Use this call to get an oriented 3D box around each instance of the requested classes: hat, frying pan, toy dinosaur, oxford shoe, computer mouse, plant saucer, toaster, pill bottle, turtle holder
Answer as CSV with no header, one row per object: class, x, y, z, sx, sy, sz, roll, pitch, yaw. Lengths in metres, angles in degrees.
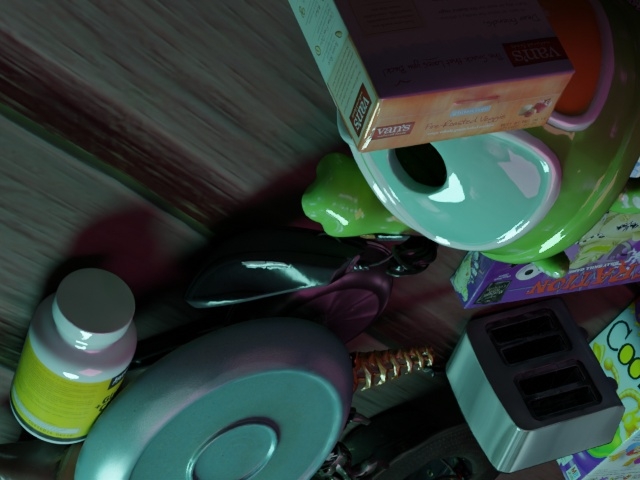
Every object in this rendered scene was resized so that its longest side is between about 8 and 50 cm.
hat,0.083,0.310,2.145,0.331,0.134,0.331,-31,147,-23
frying pan,-0.061,0.078,1.756,0.326,0.053,0.197,-9,147,-30
toy dinosaur,-0.026,0.206,1.896,0.321,0.164,0.218,-10,138,20
oxford shoe,-0.315,0.296,1.891,0.132,0.130,0.364,15,152,-1
computer mouse,0.000,0.000,1.639,0.262,0.060,0.184,-9,-167,23
plant saucer,-0.096,0.210,1.730,0.317,0.044,0.318,-21,141,-19
toaster,0.246,0.172,2.005,0.185,0.168,0.110,-13,146,-20
pill bottle,-0.233,0.109,1.620,0.103,0.103,0.184,-7,147,-26
turtle holder,0.126,-0.111,1.435,0.227,0.243,0.320,15,175,-28

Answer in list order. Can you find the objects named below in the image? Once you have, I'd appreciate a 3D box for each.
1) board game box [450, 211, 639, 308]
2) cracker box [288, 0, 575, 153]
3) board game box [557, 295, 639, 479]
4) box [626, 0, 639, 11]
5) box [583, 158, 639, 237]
board game box,0.334,-0.020,1.875,0.346,0.056,0.208,-8,151,-26
cracker box,0.063,-0.180,1.228,0.155,0.232,0.067,-9,148,-23
board game box,0.422,0.187,2.174,0.144,0.142,0.275,2,143,-37
box,0.383,-0.175,1.597,0.244,0.101,0.060,13,135,-46
box,0.244,-0.100,1.618,0.114,0.103,0.203,0,143,-34
